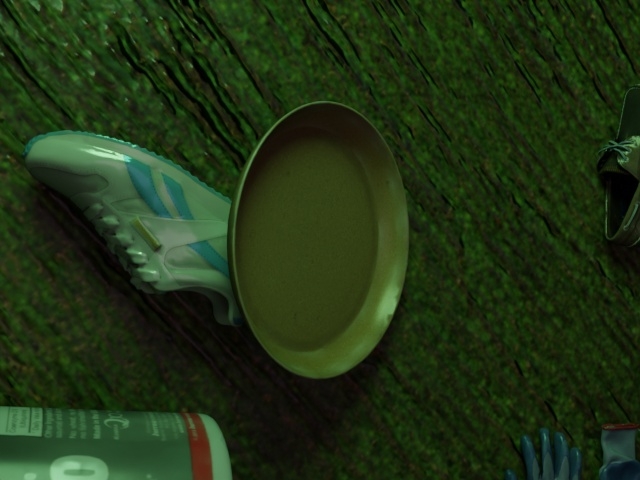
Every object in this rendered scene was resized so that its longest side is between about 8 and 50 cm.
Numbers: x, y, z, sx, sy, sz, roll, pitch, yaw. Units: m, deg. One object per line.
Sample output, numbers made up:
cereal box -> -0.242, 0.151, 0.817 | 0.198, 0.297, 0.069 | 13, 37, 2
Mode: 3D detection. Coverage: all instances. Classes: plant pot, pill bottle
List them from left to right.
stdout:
pill bottle -> -0.219, 0.202, 0.551 | 0.283, 0.161, 0.161 | 7, 87, -21
plant pot -> 0.000, 0.000, 0.664 | 0.236, 0.032, 0.236 | -2, 93, -51

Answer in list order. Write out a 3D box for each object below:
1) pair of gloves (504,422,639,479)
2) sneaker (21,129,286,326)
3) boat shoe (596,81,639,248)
pair of gloves -> 0.284, 0.276, 0.823 | 0.198, 0.023, 0.159 | -2, 92, -21
sneaker -> -0.138, -0.010, 0.624 | 0.228, 0.087, 0.092 | 29, 72, -19
boat shoe -> 0.338, -0.083, 0.825 | 0.066, 0.066, 0.183 | -1, 90, -20
